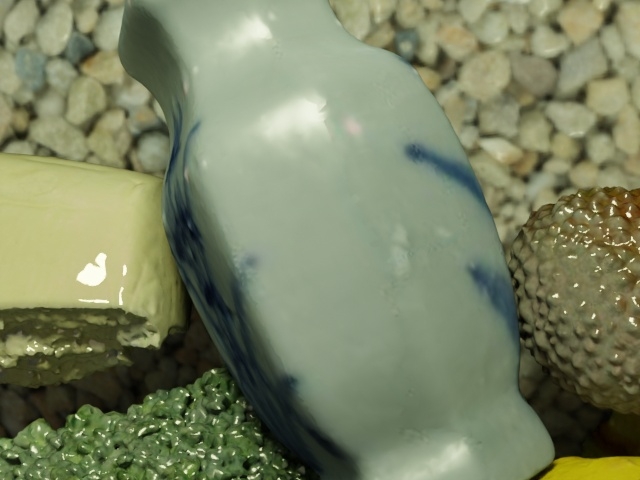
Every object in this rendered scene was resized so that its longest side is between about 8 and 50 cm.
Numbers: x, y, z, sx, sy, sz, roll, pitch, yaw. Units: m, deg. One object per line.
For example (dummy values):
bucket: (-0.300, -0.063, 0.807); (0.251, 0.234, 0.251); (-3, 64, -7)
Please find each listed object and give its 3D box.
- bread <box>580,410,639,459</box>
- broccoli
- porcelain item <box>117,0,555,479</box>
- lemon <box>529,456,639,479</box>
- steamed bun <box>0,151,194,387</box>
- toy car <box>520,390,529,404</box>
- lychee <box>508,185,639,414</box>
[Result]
bread: (0.343, 0.226, 0.874); (0.264, 0.163, 0.167); (47, 116, 35)
broccoli: (-0.125, 0.252, 0.898); (0.317, 0.339, 0.277); (-40, 60, 42)
porcelain item: (0.000, 0.000, 0.796); (0.179, 0.242, 0.405); (-21, 83, -19)
lemon: (0.192, 0.265, 0.731); (0.284, 0.260, 0.260); (-5, 102, 25)
steamed bun: (-0.208, 0.040, 0.920); (0.226, 0.200, 0.170); (8, 145, 13)
toy car: (0.109, 0.107, 0.905); (0.069, 0.055, 0.142); (-42, 76, 21)
lychee: (0.223, 0.045, 0.799); (0.197, 0.165, 0.165); (37, 111, -3)
